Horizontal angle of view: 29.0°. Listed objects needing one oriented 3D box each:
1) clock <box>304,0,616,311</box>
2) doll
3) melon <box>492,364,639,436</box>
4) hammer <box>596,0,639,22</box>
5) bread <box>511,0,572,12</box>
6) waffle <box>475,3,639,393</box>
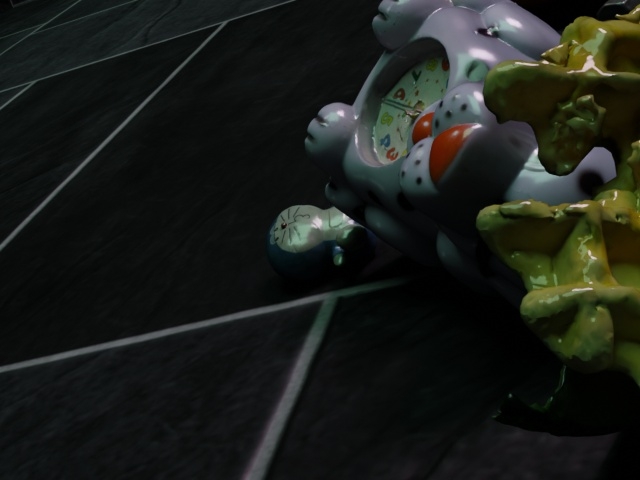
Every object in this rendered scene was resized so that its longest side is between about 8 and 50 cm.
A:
[{"bbox_3d":[0.114,-0.038,0.739,0.188,0.189,0.254,-23,28,-6],"label":"clock"},{"bbox_3d":[0.000,0.000,0.888,0.083,0.050,0.076,-14,39,13],"label":"doll"},{"bbox_3d":[0.164,0.024,0.582,0.053,0.114,0.261,14,34,37],"label":"melon"},{"bbox_3d":[0.417,-0.220,1.055,0.365,0.043,0.111,2,29,43],"label":"hammer"},{"bbox_3d":[0.313,-0.309,1.282,0.380,0.109,0.185,-8,3,23],"label":"bread"},{"bbox_3d":[0.195,-0.008,0.537,0.261,0.250,0.056,-29,-23,-33],"label":"waffle"}]
